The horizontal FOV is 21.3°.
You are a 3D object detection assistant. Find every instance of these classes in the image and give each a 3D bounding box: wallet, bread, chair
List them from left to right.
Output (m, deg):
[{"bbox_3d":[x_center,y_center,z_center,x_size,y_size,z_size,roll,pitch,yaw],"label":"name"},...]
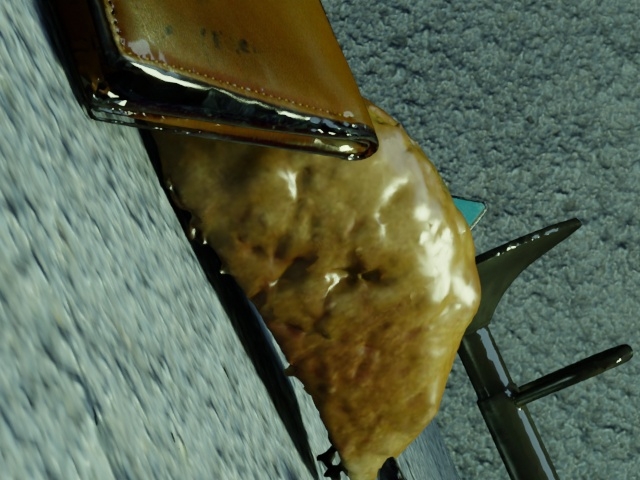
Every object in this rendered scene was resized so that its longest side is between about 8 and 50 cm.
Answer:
[{"bbox_3d":[-0.061,-0.118,0.800,0.195,0.042,0.161,9,55,-54],"label":"wallet"},{"bbox_3d":[0.011,-0.001,0.930,0.129,0.134,0.260,-109,175,-64],"label":"bread"},{"bbox_3d":[0.171,0.208,1.279,0.226,0.226,0.401,38,29,-83],"label":"chair"}]

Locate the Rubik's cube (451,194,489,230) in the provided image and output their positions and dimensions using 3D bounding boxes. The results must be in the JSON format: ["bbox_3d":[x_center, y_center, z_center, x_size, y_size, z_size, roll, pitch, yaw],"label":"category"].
[{"bbox_3d":[0.000,0.000,1.598,0.178,0.211,0.190,45,-25,-13],"label":"Rubik's cube"}]

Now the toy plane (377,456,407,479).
[{"bbox_3d":[0.089,0.257,0.778,0.316,0.103,0.204,-96,161,-57],"label":"toy plane"}]
